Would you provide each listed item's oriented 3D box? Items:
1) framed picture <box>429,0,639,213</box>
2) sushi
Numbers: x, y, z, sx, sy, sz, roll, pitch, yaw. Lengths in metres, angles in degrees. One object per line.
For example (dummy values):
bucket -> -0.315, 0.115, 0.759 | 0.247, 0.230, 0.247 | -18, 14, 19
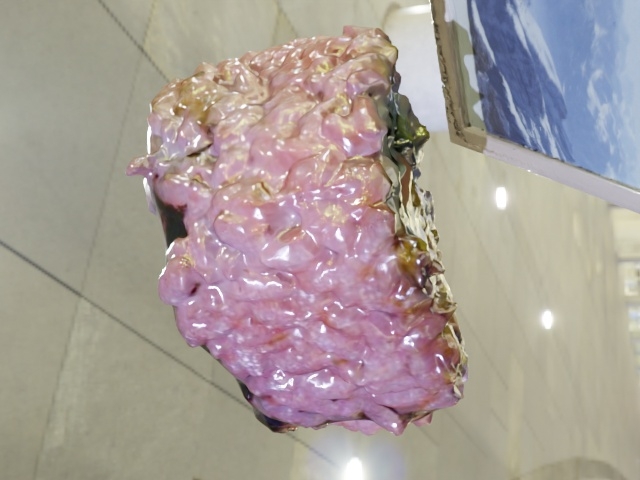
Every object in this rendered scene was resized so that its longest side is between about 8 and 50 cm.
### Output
framed picture -> 0.151, -0.174, 0.580 | 0.022, 0.247, 0.335 | -34, 129, -24
sushi -> 0.000, 0.000, 0.616 | 0.236, 0.171, 0.270 | -91, 163, -48
